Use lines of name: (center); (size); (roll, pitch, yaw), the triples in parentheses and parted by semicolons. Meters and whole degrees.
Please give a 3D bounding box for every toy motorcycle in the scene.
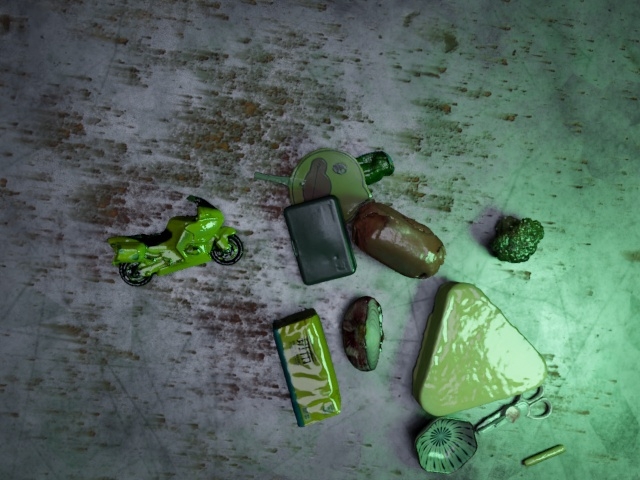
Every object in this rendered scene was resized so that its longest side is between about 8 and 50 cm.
toy motorcycle: (-0.386, -0.003, 1.619); (0.342, 0.142, 0.206); (-14, 90, -8)

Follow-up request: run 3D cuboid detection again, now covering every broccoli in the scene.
broccoli: (0.562, -0.004, 1.734); (0.162, 0.146, 0.138); (-24, 59, 12)

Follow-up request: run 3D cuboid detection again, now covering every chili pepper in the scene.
chili pepper: (0.099, -0.175, 1.708); (0.224, 0.061, 0.098); (-29, 97, 14)

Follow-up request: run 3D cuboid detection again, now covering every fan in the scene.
fan: (-0.022, -0.149, 1.692); (0.334, 0.011, 0.230); (10, 103, 5)

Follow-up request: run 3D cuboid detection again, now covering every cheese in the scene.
cheese: (0.404, 0.346, 1.724); (0.383, 0.104, 0.384); (0, 90, -6)

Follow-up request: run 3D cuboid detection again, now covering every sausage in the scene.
sausage: (0.214, 0.003, 1.677); (0.279, 0.152, 0.152); (29, 87, -9)
sausage: (0.659, 0.634, 1.792); (0.132, 0.024, 0.024); (-19, 92, -7)

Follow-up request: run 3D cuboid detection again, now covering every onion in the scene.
onion: (0.113, 0.259, 1.698); (0.098, 0.151, 0.206); (-1, 77, 27)

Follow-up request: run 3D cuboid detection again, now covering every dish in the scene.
dish: (0.346, 0.565, 1.728); (0.190, 0.066, 0.191); (-3, 107, -10)

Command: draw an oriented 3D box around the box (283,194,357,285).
box: (0.000, 0.000, 1.684); (0.160, 0.050, 0.230); (-15, 97, 8)

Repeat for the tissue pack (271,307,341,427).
tissue pack: (-0.037, 0.331, 1.632); (0.134, 0.192, 0.271); (-16, 93, -5)

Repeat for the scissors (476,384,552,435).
scissors: (0.560, 0.505, 1.778); (0.242, 0.030, 0.118); (-27, 93, -10)
